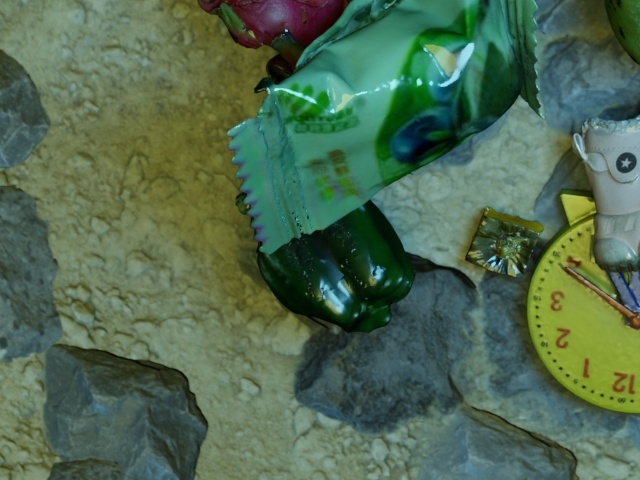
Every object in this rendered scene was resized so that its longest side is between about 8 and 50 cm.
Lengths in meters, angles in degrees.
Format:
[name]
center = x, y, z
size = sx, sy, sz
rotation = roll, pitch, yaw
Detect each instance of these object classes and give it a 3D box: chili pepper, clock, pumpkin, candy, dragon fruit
[chili pepper]
center = 0.000, 0.000, 1.900
size = 0.261, 0.174, 0.165
rotation = 52, 120, 31
[clock]
center = 0.398, 0.085, 1.894
size = 0.277, 0.071, 0.293
rotation = 1, 110, 11
[pumpkin]
center = 0.232, 0.005, 1.912
size = 0.083, 0.054, 0.074
rotation = 17, 116, 0
[candy]
center = 0.072, -0.155, 1.730
size = 0.398, 0.172, 0.263
rotation = -37, 138, -12
[dragon fruit]
center = -0.036, -0.298, 1.800
size = 0.218, 0.198, 0.273
rotation = -15, 132, -13

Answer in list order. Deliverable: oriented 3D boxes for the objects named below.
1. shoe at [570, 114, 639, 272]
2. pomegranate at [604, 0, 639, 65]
[shoe]
center = 0.467, -0.098, 1.760
size = 0.351, 0.172, 0.198
rotation = -19, 81, 2
[pomegranate]
center = 0.398, -0.316, 1.643
size = 0.323, 0.291, 0.290
rotation = 19, 112, 11
